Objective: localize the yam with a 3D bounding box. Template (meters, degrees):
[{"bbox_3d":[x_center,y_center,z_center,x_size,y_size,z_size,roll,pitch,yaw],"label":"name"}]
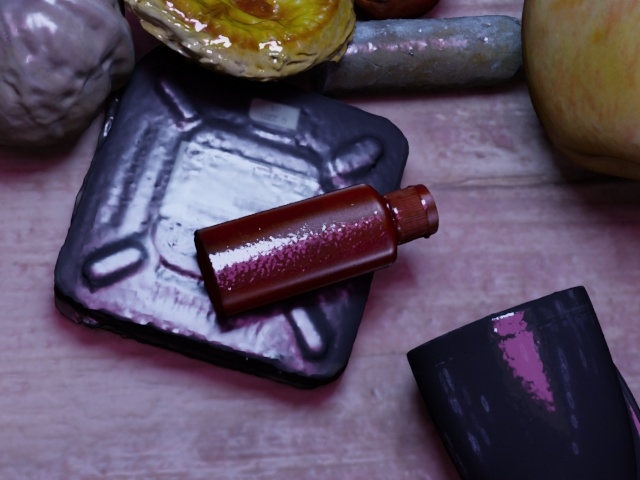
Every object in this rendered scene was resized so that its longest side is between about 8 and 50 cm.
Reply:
[{"bbox_3d":[0.119,-0.227,1.547,0.259,0.093,0.093,-4,71,-10],"label":"yam"}]

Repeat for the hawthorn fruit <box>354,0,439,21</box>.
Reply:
[{"bbox_3d":[0.101,-0.340,1.543,0.148,0.172,0.148,0,91,-24],"label":"hawthorn fruit"}]

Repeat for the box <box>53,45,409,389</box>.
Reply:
[{"bbox_3d":[-0.100,-0.030,1.448,0.359,0.091,0.350,17,69,-4],"label":"box"}]

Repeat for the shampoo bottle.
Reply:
[{"bbox_3d":[0.000,0.000,1.373,0.260,0.064,0.102,-17,74,-16],"label":"shampoo bottle"}]

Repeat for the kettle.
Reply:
[{"bbox_3d":[0.262,0.209,1.370,0.268,0.207,0.290,-14,77,-41],"label":"kettle"}]

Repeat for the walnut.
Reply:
[{"bbox_3d":[-0.323,-0.227,1.415,0.248,0.248,0.248,2,70,-7],"label":"walnut"}]

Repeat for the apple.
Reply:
[{"bbox_3d":[0.408,-0.232,1.436,0.391,0.391,0.346,22,91,0],"label":"apple"}]

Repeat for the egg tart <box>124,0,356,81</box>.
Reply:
[{"bbox_3d":[-0.101,-0.282,1.461,0.295,0.116,0.295,12,53,-17],"label":"egg tart"}]
